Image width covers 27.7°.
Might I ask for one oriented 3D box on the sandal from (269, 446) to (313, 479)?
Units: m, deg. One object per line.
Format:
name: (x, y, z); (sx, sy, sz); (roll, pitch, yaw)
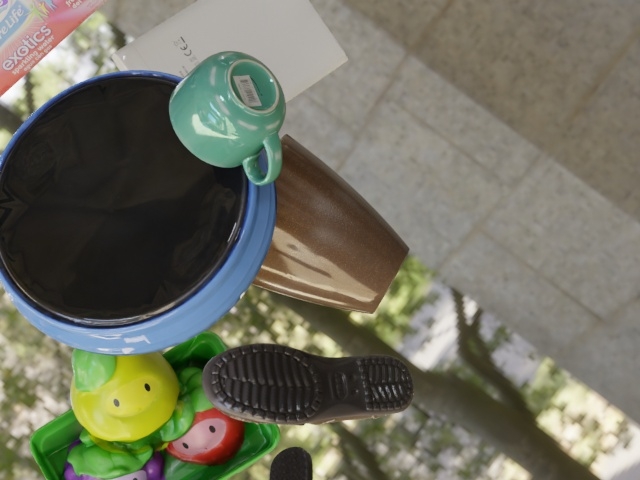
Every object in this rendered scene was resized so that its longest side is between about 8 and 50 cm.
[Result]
sandal: (-0.025, 0.299, 1.351); (0.067, 0.040, 0.179); (-19, 45, 24)

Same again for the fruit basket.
fruit basket: (-0.283, 0.303, 2.121); (0.392, 0.283, 0.392); (-30, -22, -14)

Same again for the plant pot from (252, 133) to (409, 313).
plant pot: (0.000, 0.000, 1.815); (0.215, 0.230, 0.215); (-61, -1, -2)

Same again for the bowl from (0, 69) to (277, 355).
bowl: (-0.254, -0.046, 1.700); (0.391, 0.391, 0.077); (-53, -20, -9)

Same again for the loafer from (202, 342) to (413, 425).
loafer: (-0.029, 0.258, 2.163); (0.130, 0.366, 0.134); (138, 135, -59)

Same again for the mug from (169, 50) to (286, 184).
mug: (-0.097, -0.161, 1.607); (0.097, 0.158, 0.129); (-35, 30, 46)

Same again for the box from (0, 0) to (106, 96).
box: (-0.457, -0.326, 1.830); (0.300, 0.154, 0.142); (-41, -46, 5)

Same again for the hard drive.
hard drive: (-0.154, -0.317, 2.270); (0.353, 0.233, 0.047); (-36, 4, -20)
